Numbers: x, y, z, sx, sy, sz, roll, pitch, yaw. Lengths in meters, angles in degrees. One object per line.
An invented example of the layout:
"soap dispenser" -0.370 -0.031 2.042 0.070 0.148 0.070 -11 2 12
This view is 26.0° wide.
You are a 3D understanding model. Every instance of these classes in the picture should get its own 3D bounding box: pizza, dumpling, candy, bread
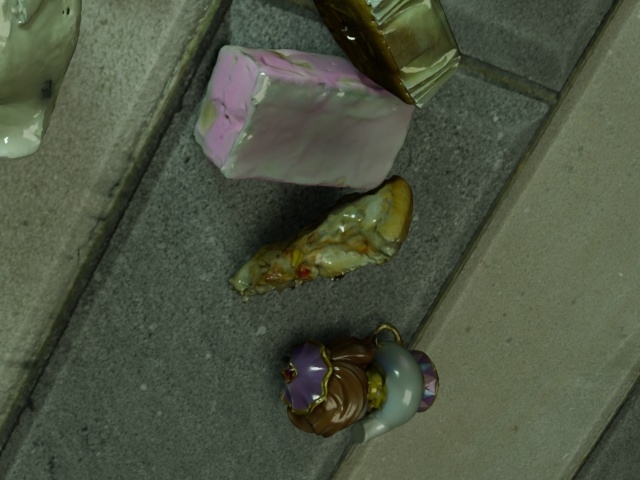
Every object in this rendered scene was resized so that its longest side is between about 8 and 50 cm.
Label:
"pizza" 0.000 0.000 1.899 0.297 0.189 0.071 -24 115 34
"dumpling" -0.372 -0.246 1.431 0.243 0.187 0.318 4 119 6
"candy" -0.021 -0.159 1.782 0.265 0.116 0.155 3 122 -38
"bread" 0.069 -0.280 1.695 0.110 0.192 0.210 -38 138 -6

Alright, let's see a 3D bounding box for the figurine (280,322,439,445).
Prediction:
"figurine" 0.051 0.223 2.127 0.263 0.142 0.189 0 90 -37
